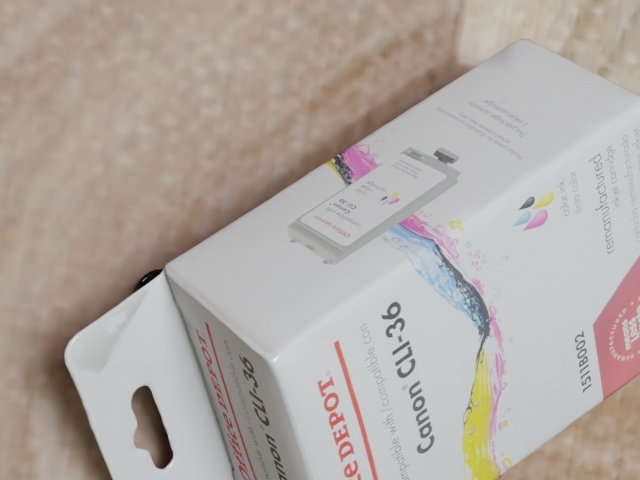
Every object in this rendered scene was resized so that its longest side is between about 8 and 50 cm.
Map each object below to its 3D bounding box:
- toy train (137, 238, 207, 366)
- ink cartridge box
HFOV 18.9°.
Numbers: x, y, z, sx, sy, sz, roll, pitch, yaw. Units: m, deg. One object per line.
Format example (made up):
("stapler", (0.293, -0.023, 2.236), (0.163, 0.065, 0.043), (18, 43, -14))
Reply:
("toy train", (0.000, 0.000, 0.670), (0.158, 0.027, 0.036), (-30, 120, -22))
("ink cartridge box", (0.023, 0.034, 0.640), (0.198, 0.067, 0.115), (-33, 132, -20))
